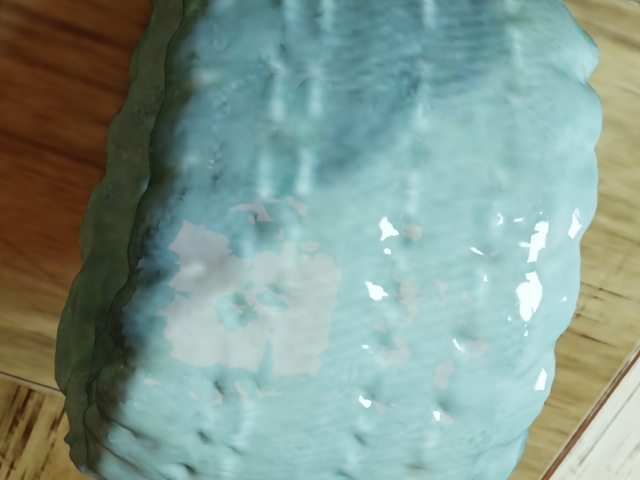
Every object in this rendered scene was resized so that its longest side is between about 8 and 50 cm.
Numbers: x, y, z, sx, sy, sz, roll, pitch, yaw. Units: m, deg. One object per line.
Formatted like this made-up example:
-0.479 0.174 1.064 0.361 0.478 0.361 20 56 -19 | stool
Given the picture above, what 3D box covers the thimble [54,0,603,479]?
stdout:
0.000 0.000 0.744 0.172 0.205 0.250 12 117 -12 | thimble
